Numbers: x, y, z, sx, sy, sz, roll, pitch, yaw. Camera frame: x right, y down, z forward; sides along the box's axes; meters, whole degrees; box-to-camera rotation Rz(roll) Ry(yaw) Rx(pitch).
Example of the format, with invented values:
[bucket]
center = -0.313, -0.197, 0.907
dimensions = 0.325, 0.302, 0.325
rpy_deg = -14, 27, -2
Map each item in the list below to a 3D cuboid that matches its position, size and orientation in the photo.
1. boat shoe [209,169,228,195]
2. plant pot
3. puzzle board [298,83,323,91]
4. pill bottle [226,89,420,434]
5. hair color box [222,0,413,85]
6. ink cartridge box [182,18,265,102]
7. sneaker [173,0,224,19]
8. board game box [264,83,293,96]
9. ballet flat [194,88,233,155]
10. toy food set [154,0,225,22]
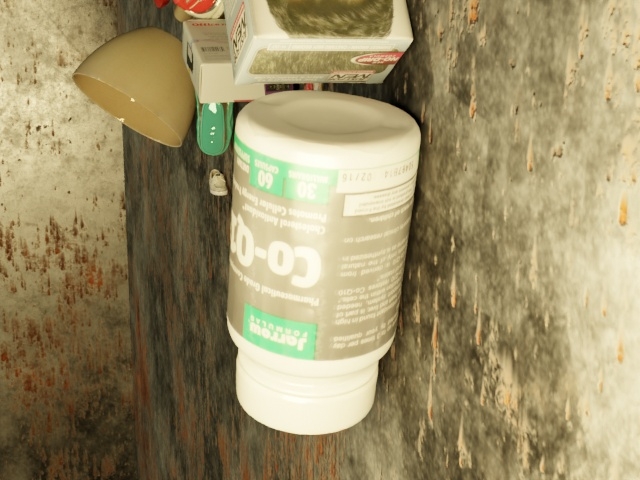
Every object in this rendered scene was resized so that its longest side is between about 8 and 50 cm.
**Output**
[boat shoe]
center = -0.212, -0.122, 1.993
dimensions = 0.100, 0.035, 0.035
rpy_deg = -118, 27, -65
[plant pot]
center = -0.387, -0.368, 2.176
dimensions = 0.191, 0.284, 0.284
rpy_deg = -60, 15, -11
[puzzle board]
center = -0.018, -0.217, 1.414
dimensions = 0.096, 0.011, 0.128
rpy_deg = -120, 32, -53
[pill bottle]
center = -0.004, 0.027, 1.111
dimensions = 0.204, 0.204, 0.361
rpy_deg = -126, 36, -58
[hair color box]
center = -0.026, -0.372, 1.123
dimensions = 0.113, 0.185, 0.375
rpy_deg = 133, 130, -65
[ink cartridge box]
center = -0.157, -0.306, 1.634
dimensions = 0.175, 0.127, 0.072
rpy_deg = -115, 26, -50
[sneaker]
center = -0.186, -0.523, 1.652
dimensions = 0.107, 0.118, 0.279
rpy_deg = -147, 70, -69
[board game box]
center = -0.069, -0.314, 1.341
dimensions = 0.347, 0.056, 0.208
rpy_deg = 91, 176, -72
[ballet flat]
center = -0.204, -0.289, 1.865
dimensions = 0.087, 0.083, 0.247
rpy_deg = -99, 14, -64
[toy food set]
center = -0.275, -0.517, 1.872
dimensions = 0.232, 0.111, 0.104
rpy_deg = 62, 160, -3
